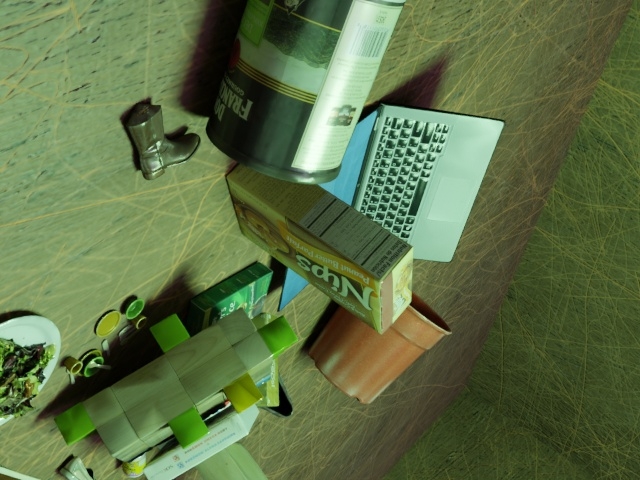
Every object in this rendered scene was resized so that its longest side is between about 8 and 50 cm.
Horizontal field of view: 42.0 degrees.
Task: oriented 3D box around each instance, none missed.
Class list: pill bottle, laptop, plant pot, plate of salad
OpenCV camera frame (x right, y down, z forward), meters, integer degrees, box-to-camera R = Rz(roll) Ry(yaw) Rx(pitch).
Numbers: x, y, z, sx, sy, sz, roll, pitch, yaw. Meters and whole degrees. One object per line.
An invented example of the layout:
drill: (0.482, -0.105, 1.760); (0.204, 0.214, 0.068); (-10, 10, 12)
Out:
pill bottle: (-0.346, 0.400, 1.549); (0.043, 0.043, 0.083); (-35, 149, -40)
laptop: (0.140, -0.050, 1.665); (0.236, 0.408, 0.382); (-95, -165, -49)
plant pot: (0.127, 0.232, 2.010); (0.265, 0.272, 0.272); (-51, 158, 7)
plate of salad: (-0.424, 0.189, 1.116); (0.200, 0.048, 0.199); (-44, 154, -28)

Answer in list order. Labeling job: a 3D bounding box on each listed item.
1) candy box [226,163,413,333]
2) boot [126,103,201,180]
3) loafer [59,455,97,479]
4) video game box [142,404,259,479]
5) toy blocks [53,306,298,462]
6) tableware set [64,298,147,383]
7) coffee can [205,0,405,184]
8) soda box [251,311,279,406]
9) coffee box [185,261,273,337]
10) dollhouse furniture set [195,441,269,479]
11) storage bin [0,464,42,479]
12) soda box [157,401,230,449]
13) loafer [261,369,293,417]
candy box: (0.000, 0.000, 1.353); (0.087, 0.316, 0.183); (-47, 156, -21)
boot: (-0.208, -0.148, 1.117); (0.106, 0.037, 0.114); (-45, 150, -29)
loafer: (-0.407, 0.409, 1.446); (0.039, 0.045, 0.125); (-55, 155, -21)
video game box: (-0.206, 0.353, 1.486); (0.187, 0.048, 0.205); (-28, 178, 1)
toy blocks: (-0.229, 0.256, 1.416); (0.381, 0.190, 0.261); (-31, 167, -14)
tableware set: (-0.328, 0.157, 1.290); (0.154, 0.024, 0.104); (-40, 152, -33)
coffee can: (-0.021, -0.244, 1.138); (0.201, 0.201, 0.275); (-19, 137, -55)
soda box: (-0.119, 0.235, 1.636); (0.061, 0.058, 0.181); (31, 56, -68)
coffee box: (-0.169, 0.123, 1.533); (0.184, 0.040, 0.113); (-29, 146, -46)
dollhouse furniture set: (-0.256, 0.621, 1.648); (0.394, 0.256, 0.362); (-42, 156, -1)
storage bin: (-0.513, 0.367, 1.012); (0.260, 0.123, 0.262); (-64, 161, -18)
soda box: (-0.234, 0.328, 1.643); (0.216, 0.069, 0.074); (-56, 157, -1)
loafer: (-0.118, 0.310, 1.810); (0.109, 0.095, 0.302); (-50, 156, -15)
